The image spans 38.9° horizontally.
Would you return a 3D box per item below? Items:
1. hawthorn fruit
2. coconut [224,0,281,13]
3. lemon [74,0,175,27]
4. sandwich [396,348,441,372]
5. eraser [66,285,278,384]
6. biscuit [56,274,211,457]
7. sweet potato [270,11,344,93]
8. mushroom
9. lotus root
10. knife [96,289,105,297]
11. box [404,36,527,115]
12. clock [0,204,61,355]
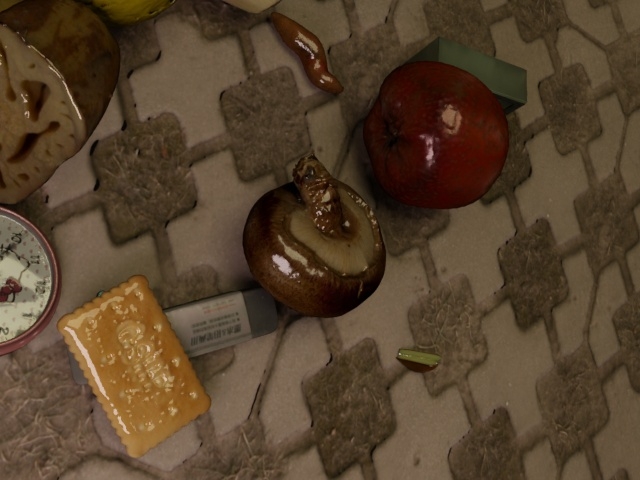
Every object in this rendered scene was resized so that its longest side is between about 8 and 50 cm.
[{"bbox_3d":[0.229,-0.187,1.720,0.299,0.275,0.275,22,66,-23],"label":"hawthorn fruit"},{"bbox_3d":[-0.158,-0.550,1.634,0.244,0.239,0.239,26,64,-25],"label":"coconut"},{"bbox_3d":[-0.365,-0.516,1.441,0.387,0.350,0.350,26,53,29],"label":"lemon"},{"bbox_3d":[0.187,0.229,1.707,0.044,0.083,0.031,71,36,-49],"label":"sandwich"},{"bbox_3d":[-0.232,0.150,1.476,0.351,0.061,0.089,-13,91,-32],"label":"eraser"},{"bbox_3d":[-0.279,0.191,1.388,0.160,0.030,0.250,-31,103,-29],"label":"biscuit"},{"bbox_3d":[-0.024,-0.366,1.756,0.202,0.058,0.055,53,37,-5],"label":"sweet potato"},{"bbox_3d":[-0.012,-0.001,1.575,0.297,0.163,0.278,-18,89,-51],"label":"mushroom"},{"bbox_3d":[-0.455,-0.259,1.354,0.316,0.316,0.250,37,45,-15],"label":"lotus root"},{"bbox_3d":[-0.360,0.124,1.448,0.027,0.010,0.096,26,62,-27],"label":"knife"},{"bbox_3d":[0.299,-0.324,1.881,0.225,0.129,0.086,13,69,-25],"label":"box"},{"bbox_3d":[-0.511,0.057,1.357,0.244,0.056,0.245,10,68,-26],"label":"clock"}]
